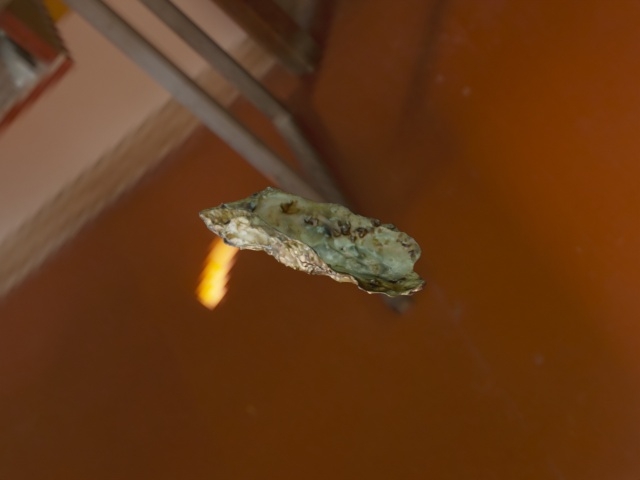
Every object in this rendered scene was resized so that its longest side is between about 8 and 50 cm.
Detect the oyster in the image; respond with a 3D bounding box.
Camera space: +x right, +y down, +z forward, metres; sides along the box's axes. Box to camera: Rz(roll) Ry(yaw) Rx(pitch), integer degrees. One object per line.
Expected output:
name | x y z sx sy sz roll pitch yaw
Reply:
oyster | 0.000 0.001 1.050 0.132 0.086 0.029 30 119 14
